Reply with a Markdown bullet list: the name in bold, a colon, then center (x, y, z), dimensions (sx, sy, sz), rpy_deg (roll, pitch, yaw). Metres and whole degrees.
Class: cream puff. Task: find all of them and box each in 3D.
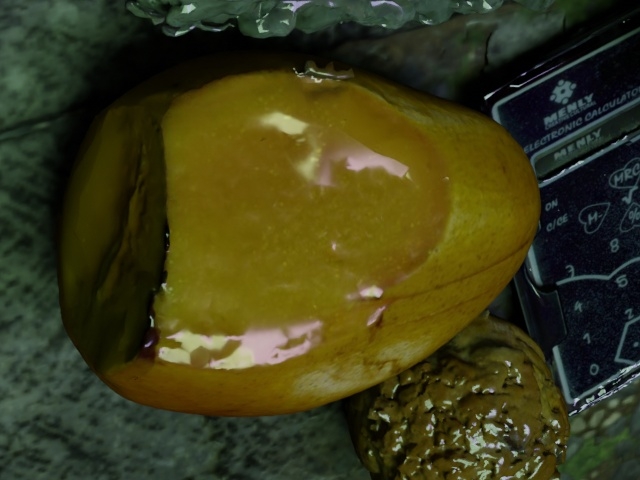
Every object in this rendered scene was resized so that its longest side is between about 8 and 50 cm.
- **cream puff**: center (0.086, 0.114, 1.059), dimensions (0.126, 0.103, 0.144), rpy_deg (-28, 135, 2)

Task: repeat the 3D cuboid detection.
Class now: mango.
- **mango**: center (0.000, 0.000, 0.914), dimensions (0.257, 0.138, 0.187), rpy_deg (6, 101, -36)

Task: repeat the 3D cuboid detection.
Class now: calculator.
- **calculator**: center (0.181, -0.017, 1.068), dimensions (0.166, 0.028, 0.274), rpy_deg (-28, 131, -8)

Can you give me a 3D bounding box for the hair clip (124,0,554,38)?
- **hair clip**: center (0.037, -0.150, 0.841), dimensions (0.321, 0.138, 0.091), rpy_deg (-9, 156, -24)
